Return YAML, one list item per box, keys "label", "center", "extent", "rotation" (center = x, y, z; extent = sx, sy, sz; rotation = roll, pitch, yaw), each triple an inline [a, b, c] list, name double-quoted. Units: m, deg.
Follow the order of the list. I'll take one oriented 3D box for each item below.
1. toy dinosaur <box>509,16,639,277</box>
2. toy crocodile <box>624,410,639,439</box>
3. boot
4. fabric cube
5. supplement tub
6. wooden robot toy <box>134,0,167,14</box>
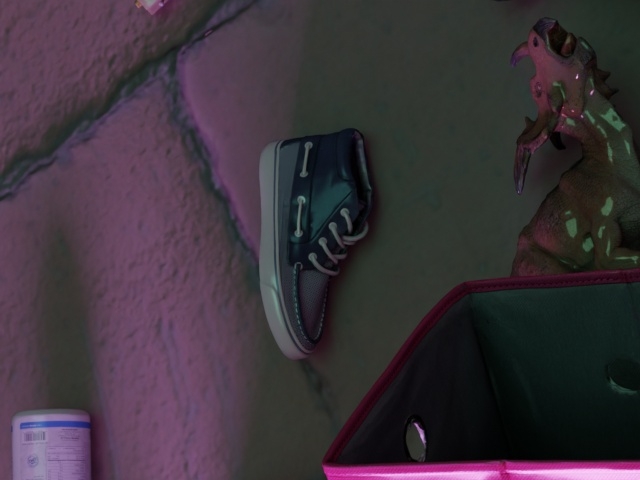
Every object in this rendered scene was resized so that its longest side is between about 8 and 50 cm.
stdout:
- label: "toy dinosaur"
  center: [0.196, -0.004, 1.413]
  extent: [0.200, 0.127, 0.296]
  rotation: [31, 107, 32]
- label: "toy crocodile"
  center: [0.313, 0.112, 1.348]
  extent: [0.340, 0.105, 0.115]
  rotation: [-36, 101, 21]
- label: "boot"
  center: [0.000, 0.000, 1.526]
  extent: [0.086, 0.069, 0.190]
  rotation: [-12, 75, 26]
- label: "fabric cube"
  center: [0.190, 0.186, 1.207]
  extent: [0.259, 0.254, 0.258]
  rotation: [-4, 115, 30]
- label: "supplement tub"
  center: [-0.234, 0.202, 1.602]
  extent: [0.071, 0.071, 0.107]
  rotation: [-6, 80, 24]
- label: "wooden robot toy"
  center: [-0.181, -0.289, 1.661]
  extent: [0.079, 0.076, 0.173]
  rotation: [-41, 67, 2]
